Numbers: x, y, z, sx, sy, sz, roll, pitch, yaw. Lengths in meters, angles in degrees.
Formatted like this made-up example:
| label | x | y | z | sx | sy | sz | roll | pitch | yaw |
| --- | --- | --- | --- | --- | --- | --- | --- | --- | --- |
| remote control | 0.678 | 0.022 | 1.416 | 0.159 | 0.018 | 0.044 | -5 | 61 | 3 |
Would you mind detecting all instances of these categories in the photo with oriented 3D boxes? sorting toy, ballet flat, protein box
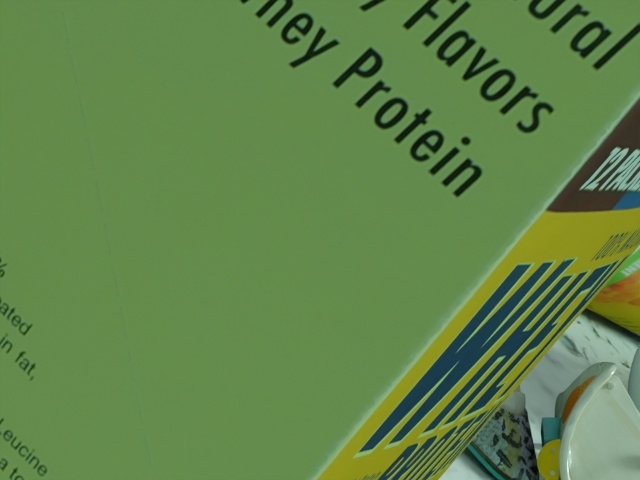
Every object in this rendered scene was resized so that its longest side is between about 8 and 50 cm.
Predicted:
| label | x | y | z | sx | sy | sz | roll | pitch | yaw |
| --- | --- | --- | --- | --- | --- | --- | --- | --- | --- |
| sorting toy | 0.108 | 0.089 | 0.719 | 0.083 | 0.045 | 0.075 | 59 | 0 | -5 |
| ballet flat | 0.051 | 0.044 | 0.716 | 0.114 | 0.041 | 0.041 | 48 | 18 | 27 |
| protein box | -0.039 | -0.030 | 0.428 | 0.200 | 0.201 | 0.136 | 43 | 17 | 15 |

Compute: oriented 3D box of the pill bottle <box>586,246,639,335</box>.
| label | x | y | z | sx | sy | sz | roll | pitch | yaw |
| --- | --- | --- | --- | --- | --- | --- | --- | --- | --- |
| pill bottle | 0.211 | -0.005 | 1.018 | 0.246 | 0.136 | 0.136 | 26 | 21 | -37 |

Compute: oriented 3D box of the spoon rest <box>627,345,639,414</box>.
| label | x | y | z | sx | sy | sz | roll | pitch | yaw |
| --- | --- | --- | --- | --- | --- | --- | --- | --- | --- |
| spoon rest | 0.234 | 0.105 | 0.872 | 0.276 | 0.084 | 0.137 | 19 | 25 | -51 |
